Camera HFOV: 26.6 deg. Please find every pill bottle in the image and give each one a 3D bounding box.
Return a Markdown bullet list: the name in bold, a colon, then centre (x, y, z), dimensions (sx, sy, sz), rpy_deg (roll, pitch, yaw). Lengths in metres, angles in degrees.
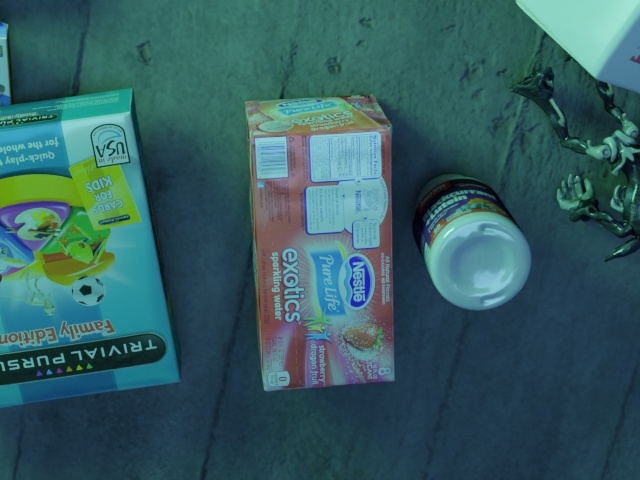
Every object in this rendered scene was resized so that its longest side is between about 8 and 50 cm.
- **pill bottle**: centre (0.158, -0.007, 1.483), dimensions (0.108, 0.193, 0.108), rpy_deg (-2, 110, -5)

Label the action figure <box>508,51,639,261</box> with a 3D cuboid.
- **action figure**: centre (0.336, -0.088, 1.502), dimensions (0.164, 0.141, 0.276), rpy_deg (-33, 94, 5)

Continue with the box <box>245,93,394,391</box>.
- **box**: centre (0.000, 0.000, 1.498), dimensions (0.154, 0.142, 0.300), rpy_deg (-4, 111, -4)

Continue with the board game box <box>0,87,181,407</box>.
- **board game box**: centre (-0.304, 0.017, 1.493), dimensions (0.253, 0.079, 0.336), rpy_deg (-8, 117, -2)

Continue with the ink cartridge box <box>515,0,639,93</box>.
- **ink cartridge box**: centre (0.417, -0.320, 1.320), dimensions (0.279, 0.160, 0.385), rpy_deg (10, 125, -41)

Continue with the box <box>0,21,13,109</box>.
- **box**: centre (-0.368, -0.181, 1.427), dimensions (0.081, 0.028, 0.136), rpy_deg (0, 138, -8)
